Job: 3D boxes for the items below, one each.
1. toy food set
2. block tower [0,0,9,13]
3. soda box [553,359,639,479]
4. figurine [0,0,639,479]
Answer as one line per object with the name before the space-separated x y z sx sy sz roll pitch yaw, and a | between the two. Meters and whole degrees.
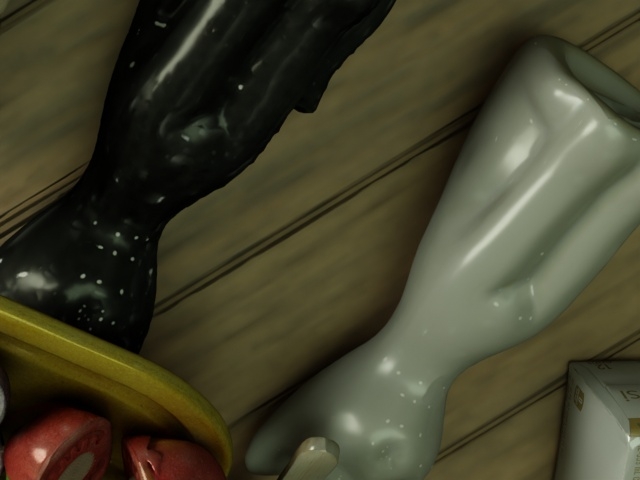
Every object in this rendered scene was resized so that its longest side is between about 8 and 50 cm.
toy food set | -0.104 0.088 0.528 0.218 0.071 0.128 25 142 -19
block tower | -0.095 -0.167 0.448 0.097 0.091 0.335 29 102 -22
soda box | 0.137 0.160 0.641 0.074 0.069 0.216 -1 111 -12
figurine | 0.000 0.000 0.546 0.215 0.092 0.209 28 112 -21
